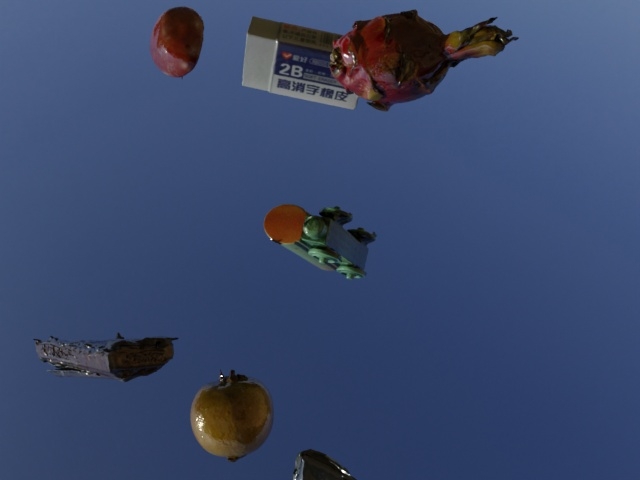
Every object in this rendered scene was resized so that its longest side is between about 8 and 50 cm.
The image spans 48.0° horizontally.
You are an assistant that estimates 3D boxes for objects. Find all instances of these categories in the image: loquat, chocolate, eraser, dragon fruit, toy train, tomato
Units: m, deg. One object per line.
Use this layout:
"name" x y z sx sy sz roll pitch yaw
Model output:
"loquat" -0.156 0.308 1.275 0.163 0.163 0.137 44 -158 26
"chocolate" -0.311 0.163 1.002 0.102 0.329 0.065 2 -97 -37
"eraser" -0.027 -0.310 1.263 0.210 0.124 0.068 11 -125 -4
"dragon fruit" 0.132 -0.244 0.941 0.246 0.125 0.125 -8 -168 31
"toy train" 0.000 0.000 1.471 0.177 0.285 0.116 9 -100 24
"tomato" -0.336 -0.465 1.649 0.082 0.166 0.174 18 -174 -40

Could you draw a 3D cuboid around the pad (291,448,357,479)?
"pad" 0.054 0.277 0.522 0.233 0.174 0.022 25 -160 33
